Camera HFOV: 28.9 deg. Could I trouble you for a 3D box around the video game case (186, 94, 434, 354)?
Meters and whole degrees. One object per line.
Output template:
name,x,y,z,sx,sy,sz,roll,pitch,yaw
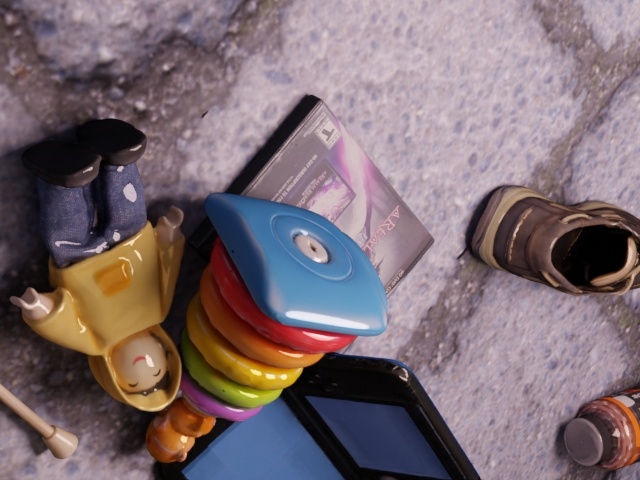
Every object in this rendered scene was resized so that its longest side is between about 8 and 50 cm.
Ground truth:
video game case,0.000,0.000,1.325,0.196,0.026,0.274,-50,135,-7

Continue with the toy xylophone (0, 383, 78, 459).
toy xylophone,-0.343,0.231,1.111,0.236,0.081,0.323,-51,136,-8

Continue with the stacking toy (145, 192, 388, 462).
stacking toy,-0.086,0.115,1.220,0.165,0.175,0.302,12,124,-41

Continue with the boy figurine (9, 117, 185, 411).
boy figurine,-0.196,0.039,1.129,0.177,0.092,0.285,-26,125,-32

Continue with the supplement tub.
supplement tub,0.445,0.273,1.809,0.198,0.106,0.106,-8,118,-39

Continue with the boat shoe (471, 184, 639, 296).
boat shoe,0.339,0.024,1.559,0.355,0.130,0.132,6,109,-43

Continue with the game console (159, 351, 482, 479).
game console,0.012,0.267,1.387,0.293,0.250,0.173,57,46,-44
